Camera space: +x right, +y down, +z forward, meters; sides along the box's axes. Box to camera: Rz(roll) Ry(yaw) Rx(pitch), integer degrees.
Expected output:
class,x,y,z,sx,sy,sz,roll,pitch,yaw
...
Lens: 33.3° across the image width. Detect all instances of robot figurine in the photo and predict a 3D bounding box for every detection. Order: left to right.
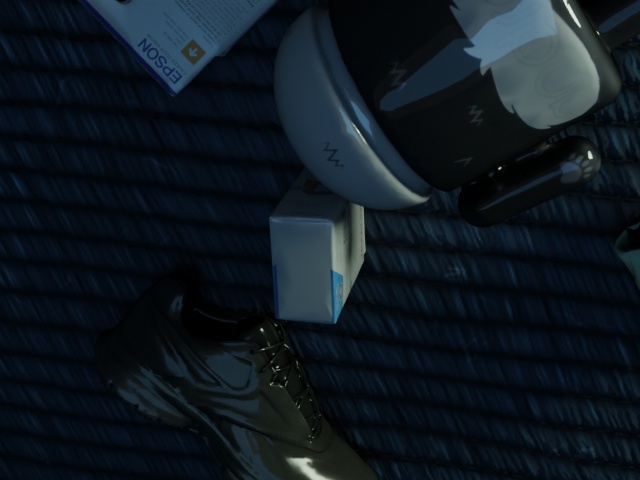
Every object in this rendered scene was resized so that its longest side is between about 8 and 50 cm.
class,x,y,z,sx,sy,sz,roll,pitch,yaw
robot figurine,0.100,-0.136,0.757,0.278,0.173,0.209,-29,62,20

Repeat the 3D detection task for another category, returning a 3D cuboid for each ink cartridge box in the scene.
class,x,y,z,sx,sy,sz,roll,pitch,yaw
ink cartridge box,-0.109,-0.261,0.807,0.224,0.045,0.223,-39,101,24
ink cartridge box,0.000,0.000,0.858,0.052,0.122,0.088,3,113,13

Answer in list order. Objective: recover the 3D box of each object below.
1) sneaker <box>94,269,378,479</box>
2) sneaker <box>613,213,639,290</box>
class,x,y,z,sx,sy,sz,roll,pitch,yaw
sneaker,-0.056,0.139,0.942,0.286,0.109,0.130,36,108,-8
sneaker,0.348,-0.016,0.796,0.256,0.094,0.151,-35,109,24
